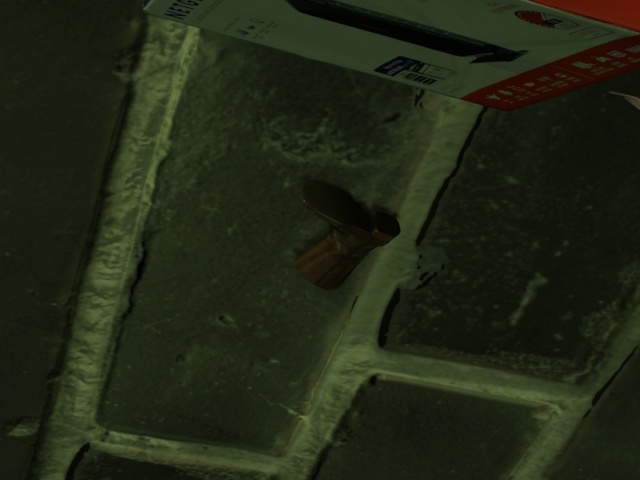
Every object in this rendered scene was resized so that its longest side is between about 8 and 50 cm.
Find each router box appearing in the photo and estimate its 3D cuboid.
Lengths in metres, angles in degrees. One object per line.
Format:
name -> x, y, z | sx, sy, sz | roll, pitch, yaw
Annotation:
router box -> 0.056, -0.179, 1.177 | 0.301, 0.082, 0.335 | 14, 175, -13

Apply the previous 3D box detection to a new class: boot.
boot -> 0.000, 0.000, 1.582 | 0.106, 0.037, 0.114 | 26, 141, -23

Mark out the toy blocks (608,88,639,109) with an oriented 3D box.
toy blocks -> 0.400, -0.047, 1.381 | 0.289, 0.260, 0.309 | 3, 126, -49
